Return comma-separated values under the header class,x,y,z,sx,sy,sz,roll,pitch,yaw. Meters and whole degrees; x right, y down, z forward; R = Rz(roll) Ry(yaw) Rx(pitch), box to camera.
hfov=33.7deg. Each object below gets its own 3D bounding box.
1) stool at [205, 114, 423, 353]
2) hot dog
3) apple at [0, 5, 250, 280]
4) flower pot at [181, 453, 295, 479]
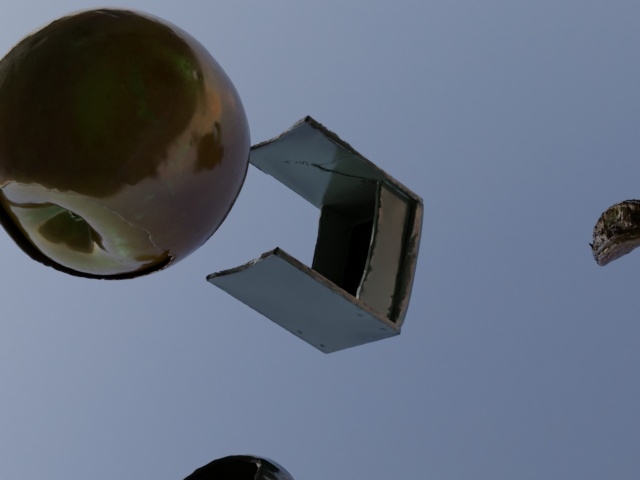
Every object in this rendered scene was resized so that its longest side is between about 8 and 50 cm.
class,x,y,z,sx,sy,sz,roll,pitch,yaw
stool,0.000,0.000,1.606,0.170,0.270,0.243,-22,-135,43
hot dog,0.294,-0.008,1.028,0.083,0.035,0.058,-39,-152,46
apple,-0.178,-0.072,0.874,0.237,0.237,0.207,7,-134,32
flower pot,-0.121,0.381,1.313,0.189,0.157,0.243,13,-135,42
